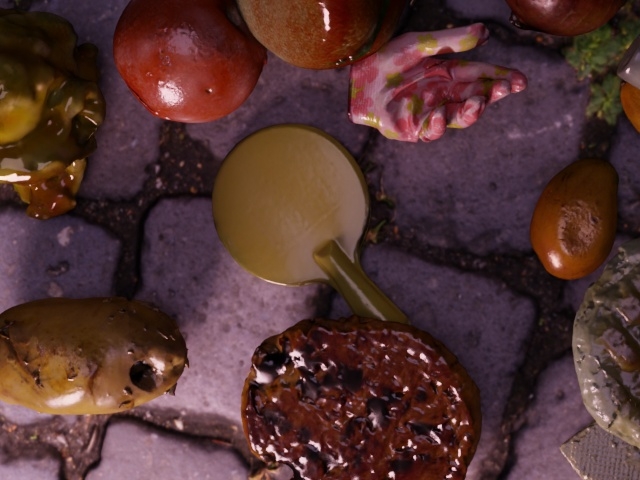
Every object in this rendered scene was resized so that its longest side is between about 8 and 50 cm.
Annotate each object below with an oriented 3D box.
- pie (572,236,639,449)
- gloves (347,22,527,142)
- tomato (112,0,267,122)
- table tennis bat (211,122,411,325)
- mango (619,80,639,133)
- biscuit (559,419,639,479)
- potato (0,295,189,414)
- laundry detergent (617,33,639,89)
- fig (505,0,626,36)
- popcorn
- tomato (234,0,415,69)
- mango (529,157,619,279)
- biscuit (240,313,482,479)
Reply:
[{"bbox_3d":[0.474,0.139,1.747,0.306,0.071,0.306,0,87,3],"label":"pie"},{"bbox_3d":[0.160,-0.206,1.790,0.241,0.126,0.145,5,68,13],"label":"gloves"},{"bbox_3d":[-0.181,-0.261,1.809,0.184,0.208,0.208,-30,86,25],"label":"tomato"},{"bbox_3d":[0.000,0.000,1.860,0.224,0.054,0.369,-42,80,11],"label":"table tennis bat"},{"bbox_3d":[0.477,-0.158,1.754,0.190,0.075,0.098,35,99,1],"label":"mango"},{"bbox_3d":[0.428,0.325,1.790,0.121,0.040,0.199,-38,83,7],"label":"biscuit"},{"bbox_3d":[-0.337,0.164,1.878,0.300,0.140,0.173,0,61,10],"label":"potato"},{"bbox_3d":[0.568,-0.154,1.670,0.397,0.125,0.264,29,84,-3],"label":"laundry detergent"},{"bbox_3d":[0.311,-0.354,1.733,0.205,0.205,0.205,0,91,11],"label":"fig"},{"bbox_3d":[-0.464,-0.190,1.841,0.321,0.325,0.290,12,90,-34],"label":"popcorn"},{"bbox_3d":[0.001,-0.383,1.715,0.239,0.303,0.303,20,95,19],"label":"tomato"},{"bbox_3d":[0.339,-0.030,1.774,0.115,0.089,0.165,3,89,9],"label":"mango"},{"bbox_3d":[0.056,0.237,1.820,0.334,0.081,0.289,7,108,14],"label":"biscuit"}]
